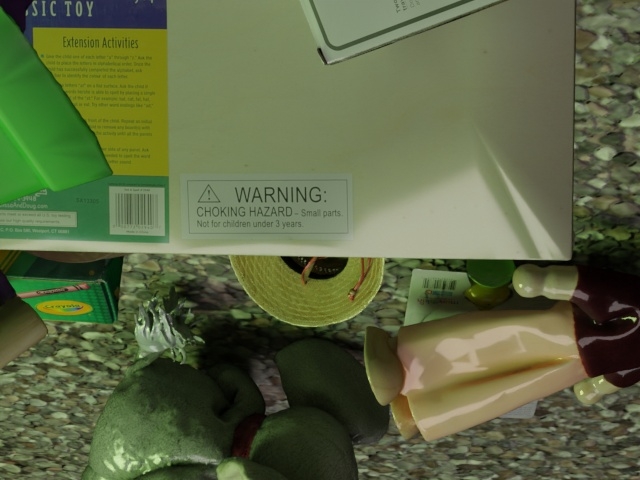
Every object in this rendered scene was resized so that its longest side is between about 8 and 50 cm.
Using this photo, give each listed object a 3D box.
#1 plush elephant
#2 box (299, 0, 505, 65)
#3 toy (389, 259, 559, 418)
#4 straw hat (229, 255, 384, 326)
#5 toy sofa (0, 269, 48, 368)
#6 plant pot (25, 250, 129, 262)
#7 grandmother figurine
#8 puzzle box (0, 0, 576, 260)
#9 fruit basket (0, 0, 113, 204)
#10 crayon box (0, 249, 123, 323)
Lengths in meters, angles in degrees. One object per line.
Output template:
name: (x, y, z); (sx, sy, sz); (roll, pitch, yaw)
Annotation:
plush elephant: (-0.074, 0.218, 1.815); (0.255, 0.272, 0.330); (26, 131, 13)
box: (0.108, -0.217, 1.000); (0.290, 0.169, 0.087); (-19, -174, 30)
toy: (0.140, 0.080, 1.734); (0.137, 0.056, 0.237); (3, 147, -2)
straw hat: (0.000, 0.000, 1.592); (0.144, 0.144, 0.061); (-12, -169, 31)
toy sofa: (-0.331, -0.044, 1.244); (0.362, 0.150, 0.177); (60, 161, -21)
plant pot: (-0.165, -0.062, 1.291); (0.237, 0.109, 0.237); (10, 139, 9)
grandmother figurine: (0.220, 0.085, 1.620); (0.342, 0.104, 0.208); (-16, 154, 13)
puzzle box: (-0.050, -0.128, 1.155); (0.409, 0.272, 0.052); (2, -170, 9)
fruit basket: (-0.213, -0.223, 0.974); (0.392, 0.392, 0.283); (-2, 153, 14)
crayon box: (-0.284, -0.033, 1.470); (0.278, 0.165, 0.081); (3, 153, 4)
